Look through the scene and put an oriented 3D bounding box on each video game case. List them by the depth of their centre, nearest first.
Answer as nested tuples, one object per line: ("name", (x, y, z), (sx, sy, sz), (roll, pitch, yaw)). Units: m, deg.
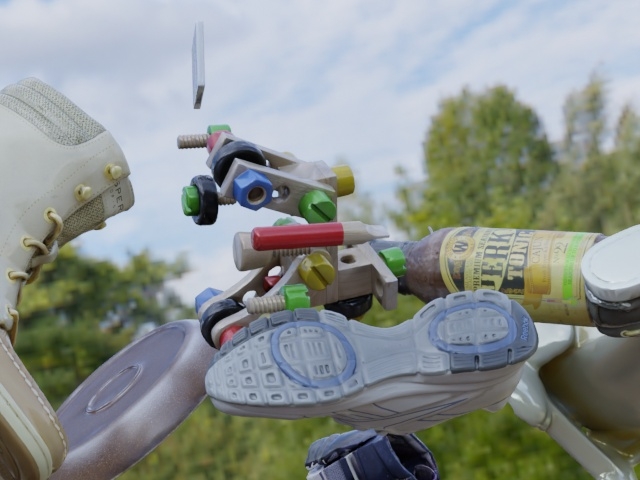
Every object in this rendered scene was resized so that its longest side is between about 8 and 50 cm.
("video game case", (-0.160, -0.228, 2.003), (0.011, 0.087, 0.122), (-1, -9, -8))

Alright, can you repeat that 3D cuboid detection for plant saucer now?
("plant saucer", (-0.238, 0.195, 1.860), (0.310, 0.050, 0.310), (-36, 16, 12))

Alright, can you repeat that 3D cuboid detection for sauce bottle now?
("sauce bottle", (0.196, 0.040, 1.801), (0.344, 0.111, 0.111), (2, -3, 26))

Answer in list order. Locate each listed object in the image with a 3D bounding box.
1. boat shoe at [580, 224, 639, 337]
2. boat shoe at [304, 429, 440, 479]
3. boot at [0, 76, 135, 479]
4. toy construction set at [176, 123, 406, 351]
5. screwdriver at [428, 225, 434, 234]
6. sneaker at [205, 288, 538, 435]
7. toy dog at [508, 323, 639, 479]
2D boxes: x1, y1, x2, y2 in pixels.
("boat shoe", (0.421, 0.015, 1.605), (0.305, 0.109, 0.091), (-19, -52, -5))
("boat shoe", (0.130, 0.414, 2.227), (0.158, 0.340, 0.127), (-30, 11, 35))
("boot", (-0.193, 0.018, 0.995), (0.203, 0.262, 0.095), (-28, -21, -37))
("toy construction set", (0.000, 0.000, 1.644), (0.237, 0.257, 0.309), (-4, 5, -18))
("screwdriver", (0.189, 0.029, 2.246), (0.025, 0.170, 0.024), (-12, -51, -3))
("sneaker", (0.046, 0.131, 1.372), (0.297, 0.111, 0.129), (-4, -42, -2))
("toy dog", (0.457, 0.103, 1.987), (0.408, 0.284, 0.395), (-42, 12, 12))
